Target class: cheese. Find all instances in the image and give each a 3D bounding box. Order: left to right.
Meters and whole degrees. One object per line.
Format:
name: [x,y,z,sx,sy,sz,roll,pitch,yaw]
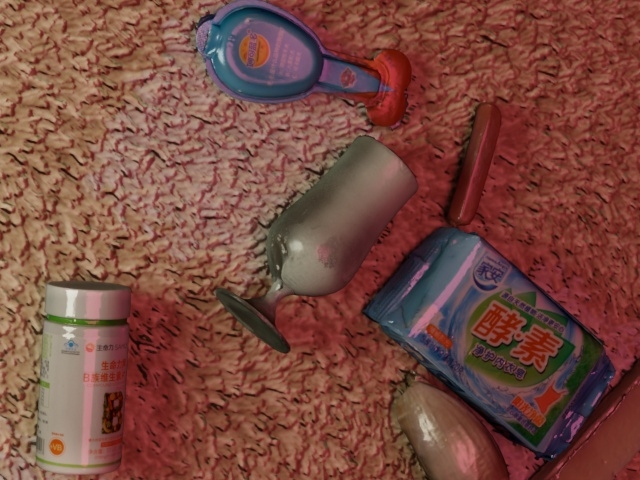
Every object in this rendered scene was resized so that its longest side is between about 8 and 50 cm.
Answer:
cheese: [-0.015,-0.185,1.409,0.256,0.037,0.106,13,91,-24]
cheese: [0.339,0.247,1.594,0.400,0.034,0.085,-43,108,-13]

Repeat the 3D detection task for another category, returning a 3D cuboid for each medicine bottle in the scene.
medicine bottle: [-0.235,0.135,1.320,0.086,0.086,0.183,2,95,-23]

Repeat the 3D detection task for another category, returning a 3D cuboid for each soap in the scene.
soap: [0.201,0.116,1.501,0.293,0.077,0.156,39,80,-21]

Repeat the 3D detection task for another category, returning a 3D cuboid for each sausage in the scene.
sausage: [0.174,-0.083,1.497,0.035,0.030,0.147,15,89,-22]

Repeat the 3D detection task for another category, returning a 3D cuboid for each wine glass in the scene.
wine glass: [0.000,0.000,1.397,0.103,0.103,0.231,45,74,-20]

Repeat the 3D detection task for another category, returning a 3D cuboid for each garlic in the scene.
garlic: [0.150,0.241,1.479,0.087,0.101,0.195,-36,107,-14]
